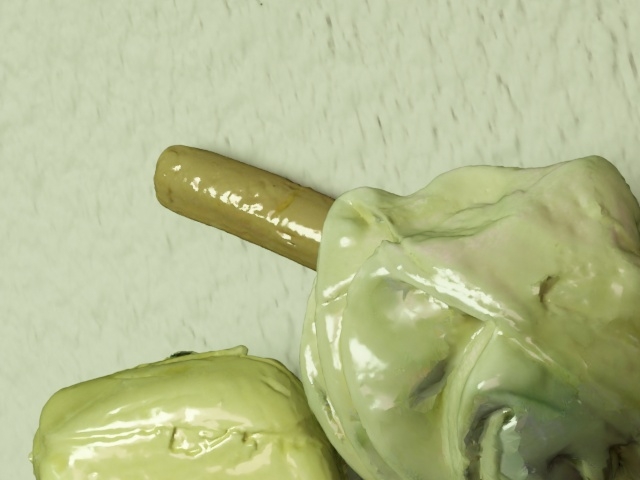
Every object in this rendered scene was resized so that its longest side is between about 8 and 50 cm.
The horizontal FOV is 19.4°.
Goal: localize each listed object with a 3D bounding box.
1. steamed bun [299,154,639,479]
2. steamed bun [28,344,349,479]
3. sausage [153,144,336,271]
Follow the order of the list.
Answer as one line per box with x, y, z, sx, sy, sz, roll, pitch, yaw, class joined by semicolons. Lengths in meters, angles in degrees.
0.127;0.100;1.288;0.280;0.207;0.268;-7;118;10;steamed bun
-0.082;0.215;1.407;0.232;0.166;0.272;-17;97;5;steamed bun
0.001;-0.002;1.456;0.301;0.066;0.065;25;92;16;sausage
